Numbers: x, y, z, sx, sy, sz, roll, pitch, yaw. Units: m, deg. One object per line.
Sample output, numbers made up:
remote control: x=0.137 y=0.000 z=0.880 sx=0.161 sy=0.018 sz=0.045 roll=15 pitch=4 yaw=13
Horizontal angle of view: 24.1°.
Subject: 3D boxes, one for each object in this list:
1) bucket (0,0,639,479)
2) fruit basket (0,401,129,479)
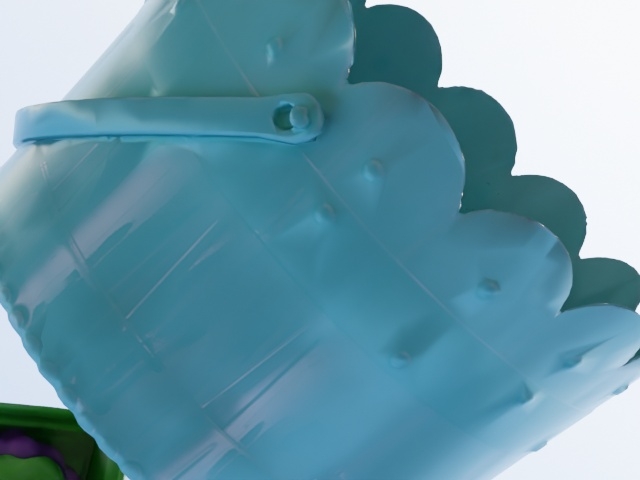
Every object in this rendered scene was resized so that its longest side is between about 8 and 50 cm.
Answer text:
bucket: x=0.000 y=0.000 z=0.650 sx=0.281 sy=0.183 sz=0.281 roll=47 pitch=-168 yaw=-13
fruit basket: x=-0.284 y=0.310 z=1.228 sx=0.283 sy=0.392 sz=0.392 roll=4 pitch=-159 yaw=12
